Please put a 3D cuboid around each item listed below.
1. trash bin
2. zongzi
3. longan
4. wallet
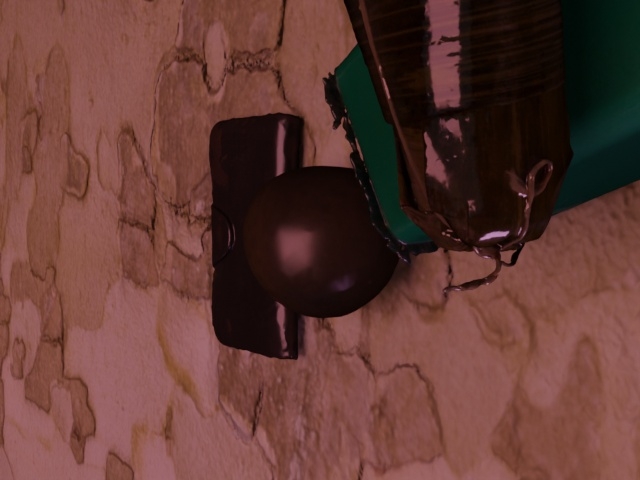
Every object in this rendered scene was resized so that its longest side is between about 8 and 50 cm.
[{"bbox_3d":[0.210,-0.134,0.607,0.381,0.259,0.295,-35,68,48],"label":"trash bin"},{"bbox_3d":[0.067,-0.113,0.532,0.241,0.111,0.248,-149,51,-69],"label":"zongzi"},{"bbox_3d":[0.000,0.000,0.884,0.189,0.189,0.189,3,95,46],"label":"longan"},{"bbox_3d":[-0.088,-0.006,1.053,0.165,0.042,0.310,3,95,44],"label":"wallet"}]
